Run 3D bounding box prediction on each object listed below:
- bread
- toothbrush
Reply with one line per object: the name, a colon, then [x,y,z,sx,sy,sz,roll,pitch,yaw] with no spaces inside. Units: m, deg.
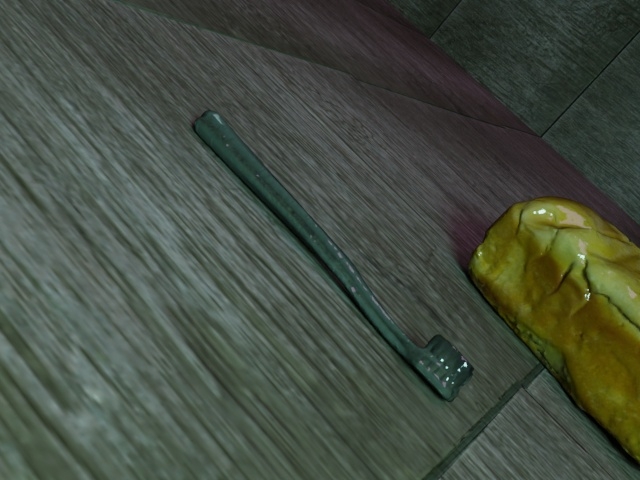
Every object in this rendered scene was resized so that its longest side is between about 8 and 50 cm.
bread: [0.283,0.083,0.783,0.167,0.132,0.294,8,39,-45]
toothbrush: [0.000,0.000,0.600,0.297,0.030,0.030,46,-5,21]
